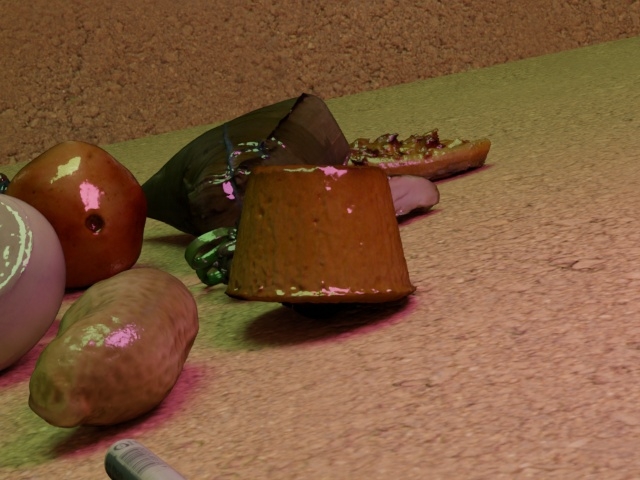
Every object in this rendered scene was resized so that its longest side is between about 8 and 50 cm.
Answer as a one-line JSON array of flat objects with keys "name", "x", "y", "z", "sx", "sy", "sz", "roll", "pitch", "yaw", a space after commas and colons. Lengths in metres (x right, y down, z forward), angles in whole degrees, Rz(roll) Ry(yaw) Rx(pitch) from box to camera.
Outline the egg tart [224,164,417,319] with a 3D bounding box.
[{"name": "egg tart", "x": 0.001, "y": 0.002, "z": 1.507, "sx": 0.215, "sy": 0.171, "sz": 0.215, "roll": 0, "pitch": 1, "yaw": 0}]

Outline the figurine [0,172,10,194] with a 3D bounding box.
[{"name": "figurine", "x": -0.650, "y": -0.038, "z": 2.265, "sx": 0.332, "sy": 0.185, "sz": 0.204, "roll": -11, "pitch": -24, "yaw": 25}]

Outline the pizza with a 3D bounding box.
[{"name": "pizza", "x": 0.127, "y": -0.134, "z": 2.215, "sx": 0.305, "sy": 0.086, "sz": 0.161, "roll": -11, "pitch": 11, "yaw": -6}]

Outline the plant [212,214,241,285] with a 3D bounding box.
[{"name": "plant", "x": -0.071, "y": 0.000, "z": 1.677, "sx": 0.092, "sy": 0.143, "sz": 0.094, "roll": 25, "pitch": 10, "yaw": -29}]

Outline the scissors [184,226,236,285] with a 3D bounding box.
[{"name": "scissors", "x": -0.080, "y": -0.020, "z": 1.749, "sx": 0.204, "sy": 0.027, "sz": 0.101, "roll": -36, "pitch": -27, "yaw": -6}]

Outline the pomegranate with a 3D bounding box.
[{"name": "pomegranate", "x": -0.344, "y": -0.030, "z": 1.909, "sx": 0.209, "sy": 0.209, "sz": 0.209, "roll": -11, "pitch": 12, "yaw": 2}]

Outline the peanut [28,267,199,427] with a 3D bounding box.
[{"name": "peanut", "x": -0.198, "y": 0.109, "z": 1.323, "sx": 0.137, "sy": 0.122, "sz": 0.253, "roll": -9, "pitch": 17, "yaw": 10}]

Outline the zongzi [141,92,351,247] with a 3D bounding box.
[{"name": "zongzi", "x": -0.174, "y": -0.054, "z": 1.973, "sx": 0.392, "sy": 0.174, "sz": 0.356, "roll": -17, "pitch": 16, "yaw": 19}]

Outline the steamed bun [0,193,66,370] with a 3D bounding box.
[{"name": "steamed bun", "x": -0.399, "y": 0.063, "z": 1.578, "sx": 0.231, "sy": 0.145, "sz": 0.232, "roll": -10, "pitch": 51, "yaw": 12}]

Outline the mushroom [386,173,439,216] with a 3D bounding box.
[{"name": "mushroom", "x": 0.072, "y": -0.051, "z": 1.915, "sx": 0.209, "sy": 0.072, "sz": 0.094, "roll": -21, "pitch": 6, "yaw": -36}]

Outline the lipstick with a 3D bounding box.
[{"name": "lipstick", "x": -0.134, "y": 0.190, "z": 1.068, "sx": 0.040, "sy": 0.040, "sz": 0.141, "roll": -17, "pitch": 13, "yaw": -23}]
